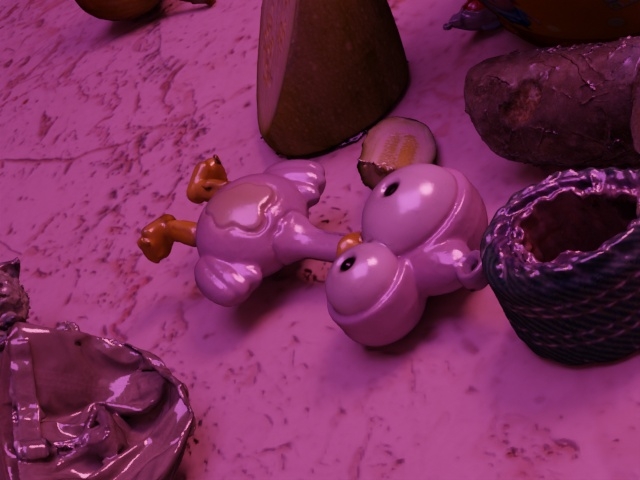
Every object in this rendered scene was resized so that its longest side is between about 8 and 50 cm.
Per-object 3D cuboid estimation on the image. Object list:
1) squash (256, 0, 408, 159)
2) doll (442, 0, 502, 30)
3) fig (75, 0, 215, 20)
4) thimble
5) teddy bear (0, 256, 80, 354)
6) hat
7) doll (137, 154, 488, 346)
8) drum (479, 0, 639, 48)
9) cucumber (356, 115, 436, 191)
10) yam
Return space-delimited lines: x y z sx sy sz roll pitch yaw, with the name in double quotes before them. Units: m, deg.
"squash" -0.035 -0.233 1.198 0.189 0.260 0.189 -21 37 16
"doll" 0.173 -0.235 1.226 0.114 0.039 0.057 -28 59 -6
"fig" -0.250 -0.382 1.690 0.231 0.143 0.160 -1 9 41
"thimble" 0.184 0.015 0.836 0.135 0.090 0.118 -14 39 24
"teddy bear" -0.292 0.101 1.129 0.133 0.111 0.213 1 28 -30
"hat" -0.213 0.196 0.968 0.244 0.149 0.214 -61 36 25
"doll" 0.001 0.001 1.012 0.365 0.094 0.160 8 54 47
"drum" 0.251 -0.384 1.061 0.431 0.214 0.431 -19 58 33
"cucumber" 0.071 -0.075 1.100 0.067 0.035 0.107 13 33 9
"yam" 0.206 -0.108 0.967 0.183 0.107 0.107 4 48 47
